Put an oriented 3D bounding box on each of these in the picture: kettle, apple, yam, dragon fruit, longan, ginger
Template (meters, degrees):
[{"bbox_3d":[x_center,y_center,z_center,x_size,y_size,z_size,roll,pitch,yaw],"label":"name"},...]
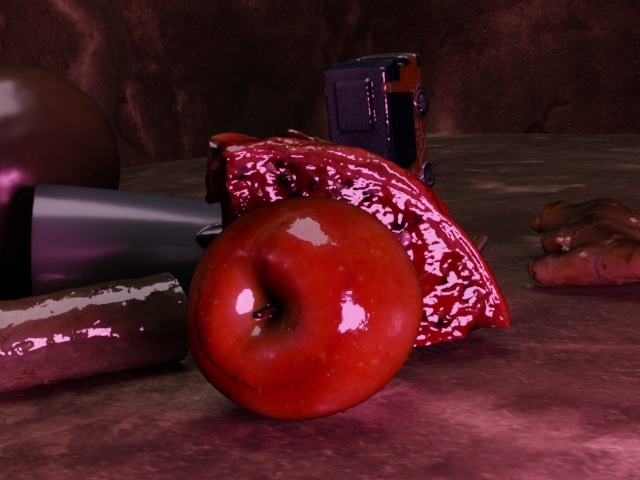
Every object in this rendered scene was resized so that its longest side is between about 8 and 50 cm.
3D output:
[{"bbox_3d":[-0.212,0.025,1.321,0.243,0.160,0.210,1,-20,-10],"label":"kettle"},{"bbox_3d":[-0.011,0.054,0.875,0.181,0.181,0.168,-2,-10,18],"label":"apple"},{"bbox_3d":[-0.254,0.090,1.018,0.259,0.093,0.093,-8,10,-22],"label":"yam"},{"bbox_3d":[-0.033,0.032,1.093,0.240,0.302,0.330,-44,10,-23],"label":"dragon fruit"},{"bbox_3d":[-0.422,-0.081,1.455,0.319,0.319,0.319,-4,9,1],"label":"longan"},{"bbox_3d":[0.320,0.007,1.300,0.166,0.080,0.333,-18,14,9],"label":"ginger"}]

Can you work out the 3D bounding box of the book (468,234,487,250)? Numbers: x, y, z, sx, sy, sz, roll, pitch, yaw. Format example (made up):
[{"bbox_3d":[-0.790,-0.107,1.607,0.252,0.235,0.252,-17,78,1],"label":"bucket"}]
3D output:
[{"bbox_3d":[0.140,0.009,1.555,0.172,0.012,0.118,-1,10,17],"label":"book"}]

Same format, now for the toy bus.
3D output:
[{"bbox_3d":[0.098,-0.176,1.899,0.138,0.275,0.167,1,12,30],"label":"toy bus"}]
